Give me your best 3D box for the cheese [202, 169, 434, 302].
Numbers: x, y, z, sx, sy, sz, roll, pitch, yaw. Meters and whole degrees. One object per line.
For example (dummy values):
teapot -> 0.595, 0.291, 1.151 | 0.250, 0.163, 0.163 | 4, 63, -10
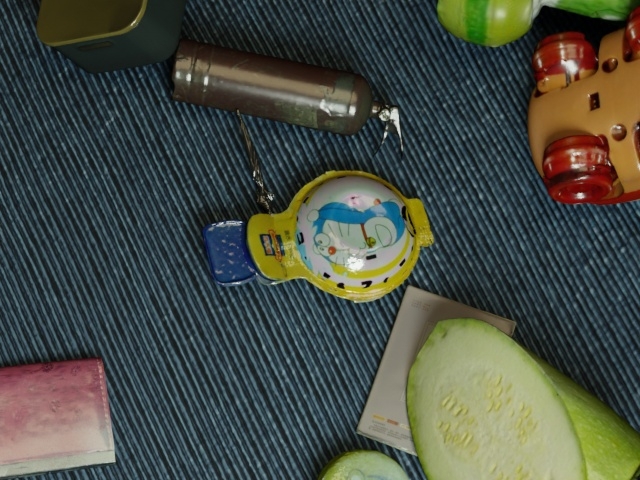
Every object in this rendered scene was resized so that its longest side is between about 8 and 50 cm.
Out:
cheese -> 0.000, 0.000, 1.993 | 0.250, 0.064, 0.157 | -11, 68, -13

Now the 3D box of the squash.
squash -> 0.180, 0.202, 1.846 | 0.260, 0.189, 0.189 | 35, 68, 11

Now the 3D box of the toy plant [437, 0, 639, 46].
toy plant -> 0.297, -0.289, 2.065 | 0.315, 0.224, 0.184 | 10, 81, 9

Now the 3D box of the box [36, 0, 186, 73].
box -> -0.218, -0.288, 2.043 | 0.144, 0.090, 0.201 | -8, 62, 29

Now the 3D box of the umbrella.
umbrella -> -0.067, -0.072, 2.027 | 0.022, 0.022, 0.149 | -10, 86, -23

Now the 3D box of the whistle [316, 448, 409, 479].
whistle -> 0.032, 0.309, 1.884 | 0.104, 0.057, 0.198 | 18, 74, -16

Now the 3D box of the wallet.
wallet -> -0.331, 0.187, 1.900 | 0.232, 0.025, 0.119 | -6, 69, -9

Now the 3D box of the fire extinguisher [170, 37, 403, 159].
fire extinguisher -> -0.032, -0.154, 2.054 | 0.267, 0.072, 0.089 | 11, 104, -2

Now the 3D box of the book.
book -> 0.124, 0.146, 1.976 | 0.127, 0.014, 0.182 | 20, 67, 2

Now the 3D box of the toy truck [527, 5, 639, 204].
toy truck -> 0.374, -0.128, 2.043 | 0.265, 0.239, 0.189 | -17, 64, 31
